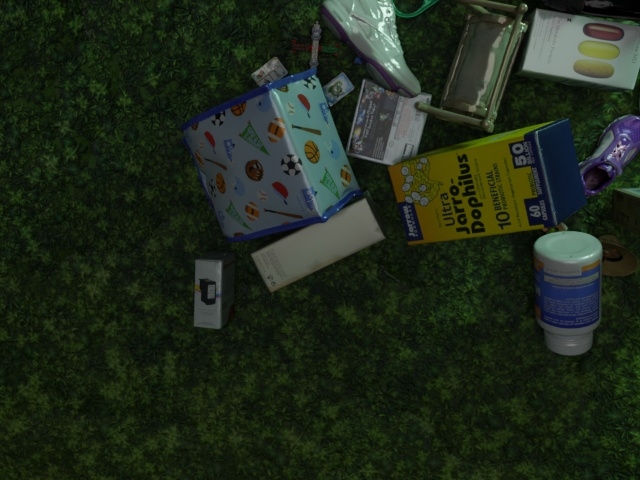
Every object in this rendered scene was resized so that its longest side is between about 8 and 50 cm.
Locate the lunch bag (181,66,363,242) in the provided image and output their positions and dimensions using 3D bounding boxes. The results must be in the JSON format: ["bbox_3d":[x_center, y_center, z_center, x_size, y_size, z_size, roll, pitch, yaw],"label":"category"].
[{"bbox_3d":[-0.138,-0.184,1.554,0.385,0.239,0.328,-15,101,38],"label":"lunch bag"}]

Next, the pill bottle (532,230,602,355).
[{"bbox_3d":[0.581,0.129,1.551,0.152,0.152,0.272,-6,116,8],"label":"pill bottle"}]

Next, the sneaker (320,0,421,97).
[{"bbox_3d":[0.144,-0.469,1.522,0.152,0.114,0.305,-42,96,-2],"label":"sneaker"}]

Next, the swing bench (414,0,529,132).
[{"bbox_3d":[0.343,-0.380,1.447,0.165,0.254,0.253,20,103,17],"label":"swing bench"}]

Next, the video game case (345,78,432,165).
[{"bbox_3d":[0.165,-0.283,1.613,0.173,0.022,0.191,14,102,4],"label":"video game case"}]

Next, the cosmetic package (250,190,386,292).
[{"bbox_3d":[0.000,0.000,1.614,0.309,0.160,0.113,-25,97,12],"label":"cosmetic package"}]

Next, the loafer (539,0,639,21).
[{"bbox_3d":[0.579,-0.524,1.385,0.302,0.095,0.109,11,134,4],"label":"loafer"}]

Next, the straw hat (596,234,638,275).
[{"bbox_3d":[0.690,0.020,1.576,0.144,0.144,0.061,27,62,2],"label":"straw hat"}]

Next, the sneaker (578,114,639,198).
[{"bbox_3d":[0.669,-0.187,1.525,0.095,0.104,0.236,40,101,1],"label":"sneaker"}]

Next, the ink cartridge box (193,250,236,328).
[{"bbox_3d":[-0.268,0.122,1.684,0.072,0.127,0.175,4,100,9],"label":"ink cartridge box"}]

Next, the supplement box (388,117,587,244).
[{"bbox_3d":[0.362,-0.123,1.449,0.356,0.195,0.194,-9,100,42],"label":"supplement box"}]

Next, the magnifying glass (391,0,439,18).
[{"bbox_3d":[0.271,-0.580,1.548,0.230,0.026,0.092,-6,99,10],"label":"magnifying glass"}]

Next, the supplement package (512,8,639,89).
[{"bbox_3d":[0.577,-0.423,1.479,0.243,0.134,0.139,11,102,5],"label":"supplement package"}]

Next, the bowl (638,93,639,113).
[{"bbox_3d":[0.801,-0.341,1.507,0.142,0.053,0.142,5,100,5],"label":"bowl"}]

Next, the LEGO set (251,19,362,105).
[{"bbox_3d":[-0.018,-0.409,1.613,0.244,0.060,0.182,-36,106,13],"label":"LEGO set"}]

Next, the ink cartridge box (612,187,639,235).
[{"bbox_3d":[0.782,-0.067,1.464,0.193,0.235,0.088,-3,100,7],"label":"ink cartridge box"}]

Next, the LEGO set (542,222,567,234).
[{"bbox_3d":[0.511,-0.116,1.555,0.132,0.107,0.287,-11,98,9],"label":"LEGO set"}]
